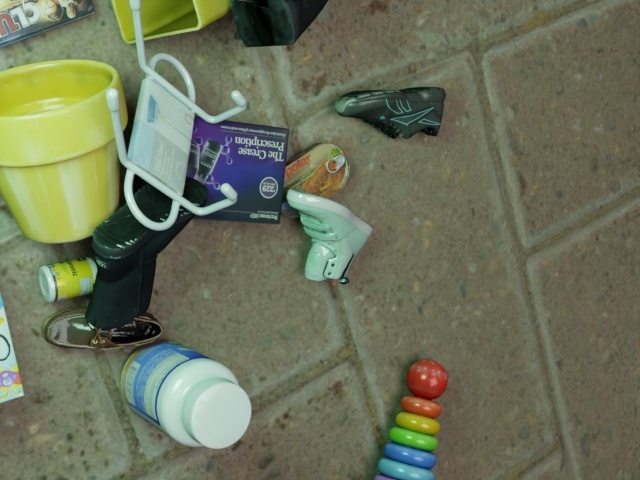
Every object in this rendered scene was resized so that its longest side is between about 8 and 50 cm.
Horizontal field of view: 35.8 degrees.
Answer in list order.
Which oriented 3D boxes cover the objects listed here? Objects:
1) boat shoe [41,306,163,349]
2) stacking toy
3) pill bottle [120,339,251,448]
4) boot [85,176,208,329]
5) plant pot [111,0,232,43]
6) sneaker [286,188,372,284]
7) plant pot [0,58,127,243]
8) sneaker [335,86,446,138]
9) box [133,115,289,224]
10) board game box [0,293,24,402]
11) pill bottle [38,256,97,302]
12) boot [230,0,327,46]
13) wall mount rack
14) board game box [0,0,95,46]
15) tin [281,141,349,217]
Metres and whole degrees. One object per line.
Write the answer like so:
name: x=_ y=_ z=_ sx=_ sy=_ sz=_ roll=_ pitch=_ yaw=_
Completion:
boat shoe: x=-0.378 y=0.154 z=1.739 sx=0.207 sy=0.073 sz=0.073 roll=-3 pitch=99 yaw=-31
stacking toy: x=0.205 y=0.418 z=2.126 sx=0.141 sy=0.141 sz=0.330 roll=21 pitch=79 yaw=-33
pill bottle: x=-0.231 y=0.270 z=1.729 sx=0.152 sy=0.272 sz=0.152 roll=-5 pitch=99 yaw=-33
boot: x=-0.297 y=0.021 z=1.671 sx=0.246 sy=0.094 sz=0.207 roll=-42 pitch=158 yaw=-42
plant pot: x=-0.230 y=-0.471 z=1.682 sx=0.187 sy=0.212 sz=0.212 roll=-30 pitch=112 yaw=-41
sneaker: x=0.001 y=0.000 z=1.920 sx=0.256 sy=0.094 sz=0.151 roll=31 pitch=83 yaw=-52
plant pot: x=-0.425 y=-0.136 z=1.584 sx=0.254 sy=0.254 sz=0.239 roll=-23 pitch=124 yaw=-29
sneaker: x=0.149 y=-0.256 z=2.010 sx=0.267 sy=0.101 sz=0.106 roll=-7 pitch=102 yaw=-32
box: x=-0.198 y=-0.129 z=1.803 sx=0.261 sy=0.103 sz=0.184 roll=3 pitch=97 yaw=-33
board game box: x=-0.581 y=0.123 z=1.560 sx=0.144 sy=0.142 sz=0.275 roll=-17 pitch=105 yaw=-30
pill bottle: x=-0.419 y=0.064 z=1.704 sx=0.116 sy=0.065 sz=0.065 roll=-12 pitch=103 yaw=-32
boot: x=-0.058 y=-0.578 z=1.706 sx=0.445 sy=0.146 sz=0.367 roll=-52 pitch=123 yaw=-44
wall mount rack: x=-0.246 y=-0.206 z=1.564 sx=0.304 sy=0.130 sz=0.350 roll=38 pitch=43 yaw=-42
board game box: x=-0.506 y=-0.406 z=1.600 sx=0.243 sy=0.042 sz=0.165 roll=-29 pitch=111 yaw=-27
tin: x=-0.025 y=-0.121 z=1.953 sx=0.189 sy=0.040 sz=0.106 roll=-35 pitch=117 yaw=-25
